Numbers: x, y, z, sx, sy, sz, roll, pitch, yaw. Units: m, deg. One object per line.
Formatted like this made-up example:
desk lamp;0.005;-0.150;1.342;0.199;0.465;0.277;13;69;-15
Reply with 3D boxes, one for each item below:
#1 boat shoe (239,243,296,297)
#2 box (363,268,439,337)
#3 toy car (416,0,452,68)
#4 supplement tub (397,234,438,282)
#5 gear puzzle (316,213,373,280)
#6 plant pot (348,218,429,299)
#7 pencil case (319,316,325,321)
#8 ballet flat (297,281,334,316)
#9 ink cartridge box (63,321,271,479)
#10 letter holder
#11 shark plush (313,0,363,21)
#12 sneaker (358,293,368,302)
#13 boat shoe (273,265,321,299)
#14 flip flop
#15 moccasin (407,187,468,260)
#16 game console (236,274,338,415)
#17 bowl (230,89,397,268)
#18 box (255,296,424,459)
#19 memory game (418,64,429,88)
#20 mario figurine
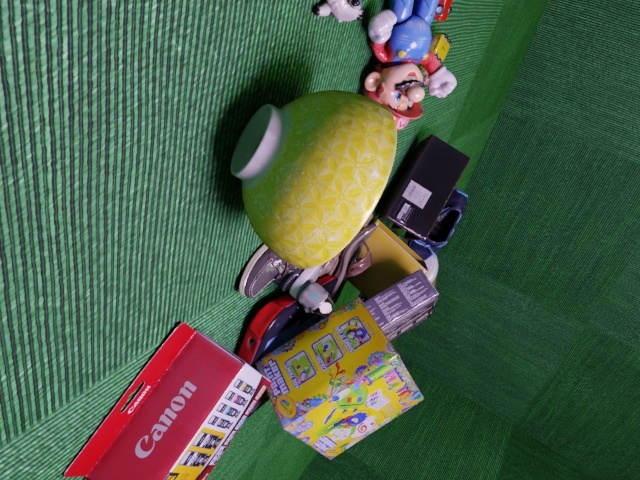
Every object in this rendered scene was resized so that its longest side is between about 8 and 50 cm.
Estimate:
boat shoe;-0.079;0.034;1.031;0.223;0.074;0.080;-52;156;-29
box;0.135;0.257;1.414;0.395;0.097;0.318;-31;160;-3
toy car;0.247;-0.474;1.188;0.224;0.053;0.239;-55;159;-18
supplement tub;0.353;0.122;2.005;0.228;0.229;0.316;-57;161;-14
gear puzzle;0.033;0.042;1.388;0.338;0.044;0.175;-57;162;-3
plant pot;0.186;0.077;1.536;0.187;0.212;0.212;-49;178;10
pencil case;0.009;0.271;1.544;0.095;0.098;0.209;-56;159;-15
ballet flat;-0.002;0.145;1.136;0.072;0.068;0.213;-52;164;-6
ink cartridge box;-0.257;0.337;0.919;0.309;0.130;0.271;-55;159;-16
letter holder;0.321;-0.166;1.649;0.301;0.152;0.214;-60;-173;-4
shark plush;0.049;-0.394;0.805;0.161;0.073;0.067;-18;103;-57
sneaker;0.203;0.239;2.007;0.235;0.084;0.097;-38;149;-48
boat shoe;0.000;0.000;1.155;0.302;0.091;0.114;-47;166;-35
flip flop;0.096;0.072;1.393;0.112;0.080;0.276;-21;140;-62
moccasin;0.378;-0.034;1.708;0.116;0.138;0.341;-64;176;-46
game console;-0.104;0.284;1.280;0.342;0.060;0.386;-17;136;-56
bowl;-0.040;-0.116;0.753;0.156;0.289;0.289;25;95;-27
box;0.054;0.329;1.160;0.279;0.177;0.290;-33;140;-2
memory game;0.206;-0.355;1.194;0.186;0.012;0.186;-37;173;-6
mario figurine;0.188;-0.366;0.984;0.170;0.198;0.320;-72;173;-58
